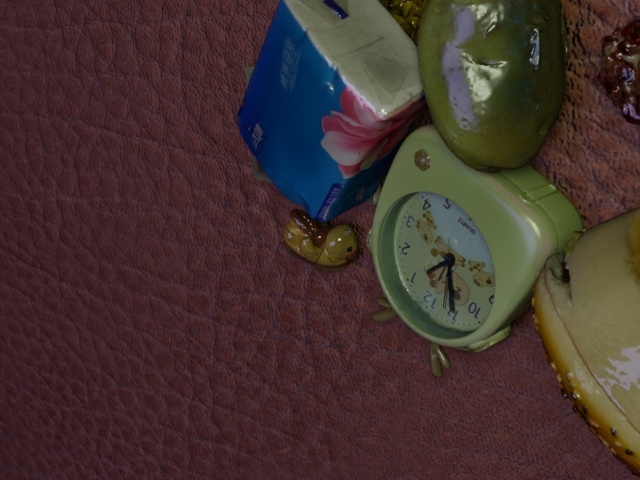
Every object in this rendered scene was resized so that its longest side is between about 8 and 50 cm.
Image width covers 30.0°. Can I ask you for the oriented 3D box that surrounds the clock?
[{"bbox_3d":[0.163,0.023,1.455,0.235,0.096,0.308,44,133,25],"label":"clock"}]

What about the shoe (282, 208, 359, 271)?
[{"bbox_3d":[-0.003,0.001,1.642,0.109,0.072,0.069,30,130,37],"label":"shoe"}]

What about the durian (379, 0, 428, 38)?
[{"bbox_3d":[0.090,-0.302,1.419,0.224,0.078,0.140,10,112,47],"label":"durian"}]

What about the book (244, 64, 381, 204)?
[{"bbox_3d":[-0.013,-0.148,1.636,0.242,0.018,0.170,14,114,43],"label":"book"}]

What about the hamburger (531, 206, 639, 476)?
[{"bbox_3d":[0.335,0.111,1.172,0.176,0.300,0.300,-40,74,31],"label":"hamburger"}]

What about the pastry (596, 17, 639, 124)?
[{"bbox_3d":[0.360,-0.143,1.185,0.208,0.097,0.115,43,122,29],"label":"pastry"}]

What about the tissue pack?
[{"bbox_3d":[0.007,-0.172,1.448,0.209,0.137,0.269,55,153,13],"label":"tissue pack"}]

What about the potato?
[{"bbox_3d":[0.189,-0.198,1.289,0.143,0.169,0.248,-164,70,-76],"label":"potato"}]
